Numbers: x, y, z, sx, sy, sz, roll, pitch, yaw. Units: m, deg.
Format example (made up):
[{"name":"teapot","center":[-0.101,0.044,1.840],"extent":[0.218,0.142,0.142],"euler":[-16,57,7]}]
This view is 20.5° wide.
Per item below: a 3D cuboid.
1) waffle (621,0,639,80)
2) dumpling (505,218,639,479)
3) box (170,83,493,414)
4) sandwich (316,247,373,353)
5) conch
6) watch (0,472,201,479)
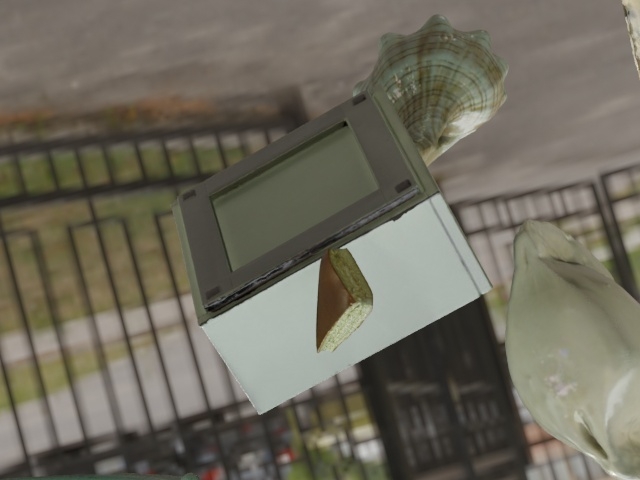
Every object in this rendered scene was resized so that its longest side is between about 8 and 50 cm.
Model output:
[{"name":"waffle","center":[0.343,-0.033,1.122],"extent":[0.261,0.376,0.114],"euler":[16,-136,44]},{"name":"dumpling","center":[0.248,0.096,1.587],"extent":[0.131,0.252,0.179],"euler":[-36,163,33]},{"name":"box","center":[0.000,0.000,1.540],"extent":[0.225,0.117,0.225],"euler":[-29,-151,4]},{"name":"sandwich","center":[0.019,0.046,1.366],"extent":[0.031,0.083,0.044],"euler":[5,176,-41]},{"name":"conch","center":[0.115,-0.167,2.191],"extent":[0.386,0.169,0.203],"euler":[-38,150,-50]},{"name":"watch","center":[-0.182,0.200,1.242],"extent":[0.237,0.068,0.195],"euler":[-7,174,41]}]
